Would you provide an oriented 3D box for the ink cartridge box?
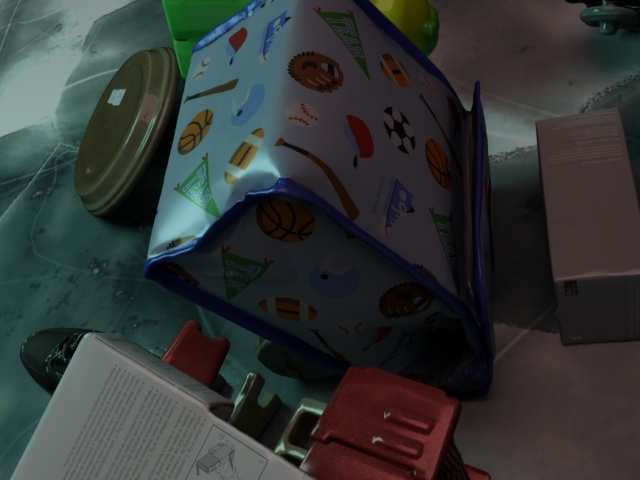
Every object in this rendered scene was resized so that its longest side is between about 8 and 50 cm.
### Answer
[{"bbox_3d":[-0.154,0.267,0.691,0.261,0.066,0.296,27,90,19],"label":"ink cartridge box"}]

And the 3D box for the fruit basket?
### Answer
[{"bbox_3d":[-0.028,-0.335,1.143,0.392,0.392,0.282,-15,48,9],"label":"fruit basket"}]

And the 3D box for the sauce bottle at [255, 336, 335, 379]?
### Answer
[{"bbox_3d":[0.000,0.000,1.014,0.112,0.111,0.344,-4,52,19],"label":"sauce bottle"}]

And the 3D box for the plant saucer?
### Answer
[{"bbox_3d":[-0.298,-0.169,1.222,0.278,0.041,0.277,-36,42,40],"label":"plant saucer"}]

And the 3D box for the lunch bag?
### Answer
[{"bbox_3d":[0.053,-0.045,0.858,0.239,0.385,0.327,-26,42,36],"label":"lunch bag"}]

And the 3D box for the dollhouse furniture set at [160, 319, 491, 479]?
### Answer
[{"bbox_3d":[-0.037,0.206,0.799,0.374,0.201,0.152,13,61,31],"label":"dollhouse furniture set"}]

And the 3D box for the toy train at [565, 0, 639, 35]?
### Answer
[{"bbox_3d":[0.483,-0.320,1.037,0.334,0.190,0.142,11,95,41],"label":"toy train"}]

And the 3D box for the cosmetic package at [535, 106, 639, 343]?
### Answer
[{"bbox_3d":[0.299,-0.018,0.903,0.107,0.127,0.237,-9,51,14],"label":"cosmetic package"}]

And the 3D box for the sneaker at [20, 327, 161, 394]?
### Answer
[{"bbox_3d":[-0.280,0.144,1.011,0.268,0.106,0.101,8,57,30],"label":"sneaker"}]

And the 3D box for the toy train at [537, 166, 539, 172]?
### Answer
[{"bbox_3d":[0.301,-0.118,1.052,0.017,0.023,0.083,18,60,32],"label":"toy train"}]
